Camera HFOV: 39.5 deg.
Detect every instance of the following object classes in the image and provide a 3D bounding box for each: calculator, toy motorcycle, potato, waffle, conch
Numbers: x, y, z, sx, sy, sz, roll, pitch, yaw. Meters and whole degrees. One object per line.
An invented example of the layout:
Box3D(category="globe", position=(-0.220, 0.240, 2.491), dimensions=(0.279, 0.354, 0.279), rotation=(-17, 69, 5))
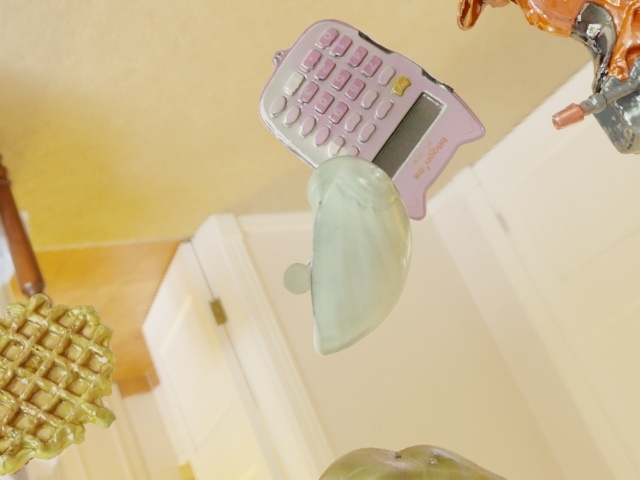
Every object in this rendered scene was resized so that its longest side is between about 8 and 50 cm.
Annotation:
Box3D(category="calculator", position=(0.057, -0.166, 1.186), dimensions=(0.194, 0.294, 0.043), rotation=(-54, 172, 2))
Box3D(category="toy motorcycle", position=(0.260, -0.224, 0.876), dimensions=(0.221, 0.325, 0.148), rotation=(-26, 162, -2))
Box3D(category="potato", position=(0.157, 0.408, 1.316), dimensions=(0.351, 0.202, 0.218), rotation=(4, 158, -5))
Box3D(category="waffle", position=(-0.386, 0.182, 1.173), dimensions=(0.238, 0.243, 0.058), rotation=(-14, 151, -5))
Box3D(category="conch", position=(0.033, 0.016, 0.970), dimensions=(0.121, 0.221, 0.185), rotation=(0, 175, 30))

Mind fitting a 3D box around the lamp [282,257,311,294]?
Box3D(category="lamp", position=(0.000, 0.000, 1.437), dimensions=(0.198, 0.050, 0.056), rotation=(-56, -165, -10))
